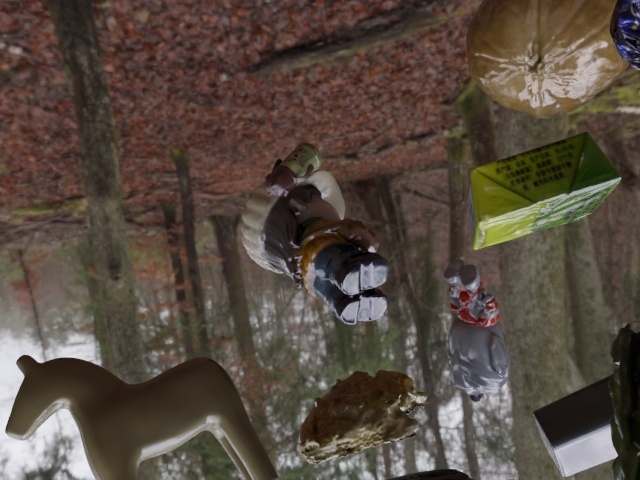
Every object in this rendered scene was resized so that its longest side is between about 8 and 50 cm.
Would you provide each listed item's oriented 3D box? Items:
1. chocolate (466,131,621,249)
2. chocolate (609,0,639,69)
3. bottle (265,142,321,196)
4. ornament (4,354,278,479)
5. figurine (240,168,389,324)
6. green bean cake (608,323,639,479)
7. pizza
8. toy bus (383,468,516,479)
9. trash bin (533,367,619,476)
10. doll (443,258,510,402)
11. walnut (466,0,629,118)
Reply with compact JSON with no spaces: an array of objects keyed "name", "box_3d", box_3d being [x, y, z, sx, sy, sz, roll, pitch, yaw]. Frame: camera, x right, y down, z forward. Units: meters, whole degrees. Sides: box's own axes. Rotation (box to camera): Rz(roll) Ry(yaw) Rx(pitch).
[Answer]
[{"name":"chocolate","box_3d":[0.469,-0.101,1.284,0.288,0.137,0.301,-18,164,8]},{"name":"chocolate","box_3d":[0.396,-0.114,0.460,0.148,0.343,0.126,-41,150,20]},{"name":"bottle","box_3d":[-0.042,-0.101,0.840,0.063,0.047,0.101,-16,-155,51]},{"name":"ornament","box_3d":[-0.198,0.202,0.618,0.230,0.245,0.061,-20,159,-31]},{"name":"figurine","box_3d":[-0.025,0.008,0.964,0.204,0.185,0.332,-5,-150,-11]},{"name":"green bean cake","box_3d":[0.529,0.239,0.650,0.218,0.335,0.319,27,150,-32]},{"name":"pizza","box_3d":[0.077,0.305,1.060,0.223,0.090,0.323,-15,-177,19]},{"name":"toy bus","box_3d":[0.172,0.337,0.500,0.152,0.190,0.312,2,180,-31]},{"name":"trash bin","box_3d":[0.531,0.335,1.061,0.236,0.177,0.101,-27,-136,7]},{"name":"doll","box_3d":[0.175,0.108,0.649,0.079,0.180,0.094,-23,-156,-24]},{"name":"walnut","box_3d":[0.441,-0.391,1.100,0.332,0.333,0.333,-9,-174,1]}]
